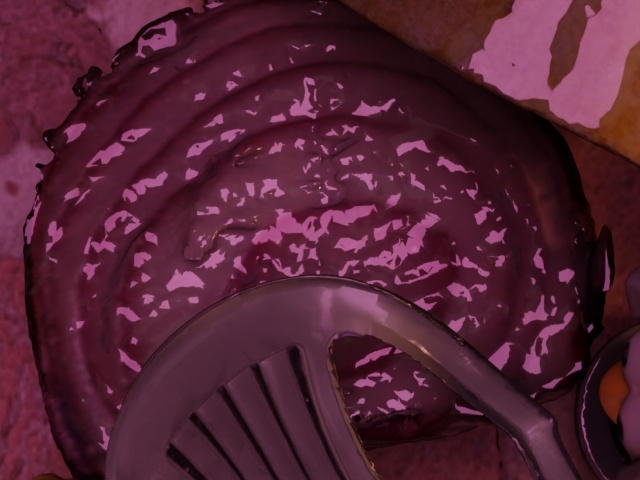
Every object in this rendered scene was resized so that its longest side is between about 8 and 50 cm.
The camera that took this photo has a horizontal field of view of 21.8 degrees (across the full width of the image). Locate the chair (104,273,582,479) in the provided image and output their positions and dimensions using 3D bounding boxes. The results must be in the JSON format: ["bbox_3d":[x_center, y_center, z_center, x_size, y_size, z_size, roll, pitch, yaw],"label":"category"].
[{"bbox_3d":[0.033,0.170,0.771,0.203,0.190,0.274,-41,45,12],"label":"chair"}]

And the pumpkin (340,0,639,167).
[{"bbox_3d":[0.159,-0.161,0.821,0.332,0.332,0.199,31,109,5],"label":"pumpkin"}]

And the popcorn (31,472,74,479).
[{"bbox_3d":[-0.165,0.232,0.884,0.221,0.184,0.204,-12,90,-1],"label":"popcorn"}]

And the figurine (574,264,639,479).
[{"bbox_3d":[0.207,0.076,0.862,0.133,0.236,0.176,3,84,2],"label":"figurine"}]

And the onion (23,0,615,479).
[{"bbox_3d":[0.000,0.000,0.934,0.314,0.146,0.280,-12,69,9],"label":"onion"}]
